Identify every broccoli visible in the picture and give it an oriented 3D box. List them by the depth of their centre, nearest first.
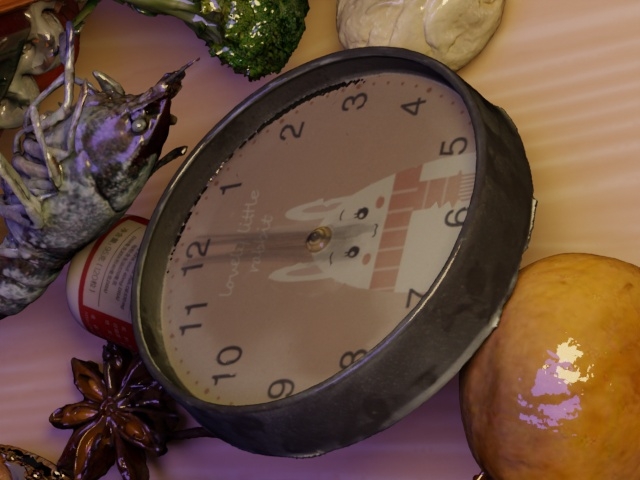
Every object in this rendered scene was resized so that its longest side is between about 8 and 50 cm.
[{"bbox_3d":[-0.122,-0.287,1.557,0.283,0.321,0.304,-11,88,-7],"label":"broccoli"}]

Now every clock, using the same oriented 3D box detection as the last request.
[{"bbox_3d":[0.000,0.000,1.433,0.386,0.076,0.386,-22,48,26],"label":"clock"}]

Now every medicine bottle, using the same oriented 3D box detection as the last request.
[{"bbox_3d":[-0.123,0.065,1.625,0.250,0.131,0.131,19,96,30],"label":"medicine bottle"}]

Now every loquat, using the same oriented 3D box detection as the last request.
[{"bbox_3d":[0.221,0.123,1.377,0.193,0.238,0.238,18,96,36],"label":"loquat"}]

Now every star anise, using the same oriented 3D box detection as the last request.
[{"bbox_3d":[-0.189,0.196,1.679,0.177,0.073,0.234,-51,46,7],"label":"star anise"}]

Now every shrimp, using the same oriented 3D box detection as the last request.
[{"bbox_3d":[-0.259,-0.050,1.571,0.166,0.221,0.410,40,118,12],"label":"shrimp"}]

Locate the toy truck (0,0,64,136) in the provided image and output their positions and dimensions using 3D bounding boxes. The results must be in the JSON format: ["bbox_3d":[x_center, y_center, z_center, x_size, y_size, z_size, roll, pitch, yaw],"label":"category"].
[{"bbox_3d":[-0.422,-0.128,1.649,0.207,0.173,0.387,39,122,10],"label":"toy truck"}]

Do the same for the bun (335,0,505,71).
[{"bbox_3d":[0.089,-0.236,1.535,0.188,0.111,0.164,-38,68,26],"label":"bun"}]

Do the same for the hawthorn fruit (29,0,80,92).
[{"bbox_3d":[-0.363,-0.181,1.795,0.165,0.165,0.285,55,134,20],"label":"hawthorn fruit"}]

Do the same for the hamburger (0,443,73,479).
[{"bbox_3d":[-0.344,0.328,1.752,0.231,0.107,0.231,-5,81,32],"label":"hamburger"}]
